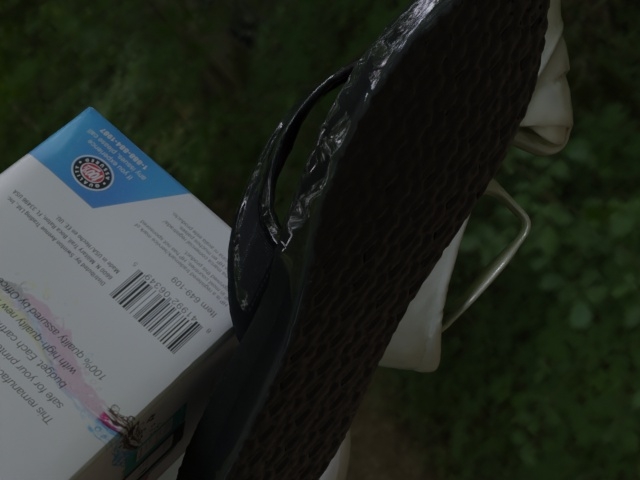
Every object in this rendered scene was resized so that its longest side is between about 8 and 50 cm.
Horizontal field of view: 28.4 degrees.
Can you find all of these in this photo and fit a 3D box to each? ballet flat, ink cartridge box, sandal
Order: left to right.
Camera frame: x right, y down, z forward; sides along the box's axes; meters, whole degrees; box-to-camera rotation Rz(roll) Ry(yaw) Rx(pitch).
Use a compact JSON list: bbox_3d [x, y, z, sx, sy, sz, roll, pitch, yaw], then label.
[{"bbox_3d":[-0.195,0.091,0.890,0.270,0.198,0.197,-43,-14,-29],"label":"ink cartridge box"},{"bbox_3d":[-0.002,0.001,0.816,0.167,0.107,0.446,-5,-51,-52],"label":"sandal"},{"bbox_3d":[0.133,-0.068,1.065,0.400,0.139,0.139,-63,-4,-2],"label":"ballet flat"}]

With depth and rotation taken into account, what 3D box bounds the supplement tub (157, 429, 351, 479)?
[{"bbox_3d":[-0.103,0.212,1.224,0.235,0.235,0.325,-38,-10,-16],"label":"supplement tub"}]
